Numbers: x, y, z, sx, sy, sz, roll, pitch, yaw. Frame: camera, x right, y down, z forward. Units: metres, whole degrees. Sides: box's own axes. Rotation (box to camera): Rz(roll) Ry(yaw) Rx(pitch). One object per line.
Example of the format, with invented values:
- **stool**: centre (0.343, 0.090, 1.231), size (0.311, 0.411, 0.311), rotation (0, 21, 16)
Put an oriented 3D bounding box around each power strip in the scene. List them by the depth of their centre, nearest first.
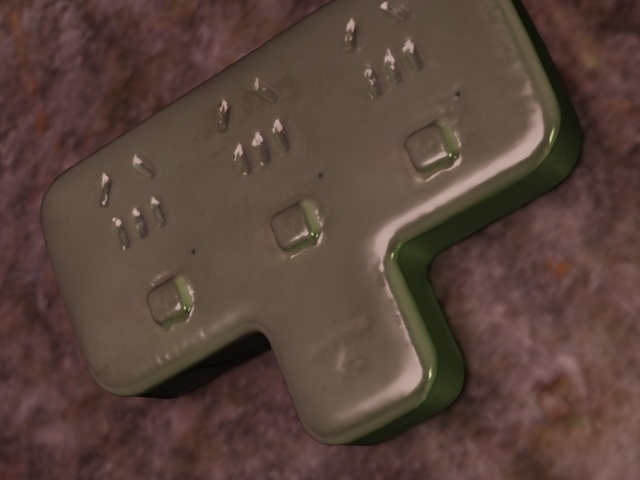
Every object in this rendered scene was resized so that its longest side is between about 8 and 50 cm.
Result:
- **power strip**: centre (0.000, 0.000, 0.693), size (0.265, 0.059, 0.194), rotation (-30, 68, 20)
